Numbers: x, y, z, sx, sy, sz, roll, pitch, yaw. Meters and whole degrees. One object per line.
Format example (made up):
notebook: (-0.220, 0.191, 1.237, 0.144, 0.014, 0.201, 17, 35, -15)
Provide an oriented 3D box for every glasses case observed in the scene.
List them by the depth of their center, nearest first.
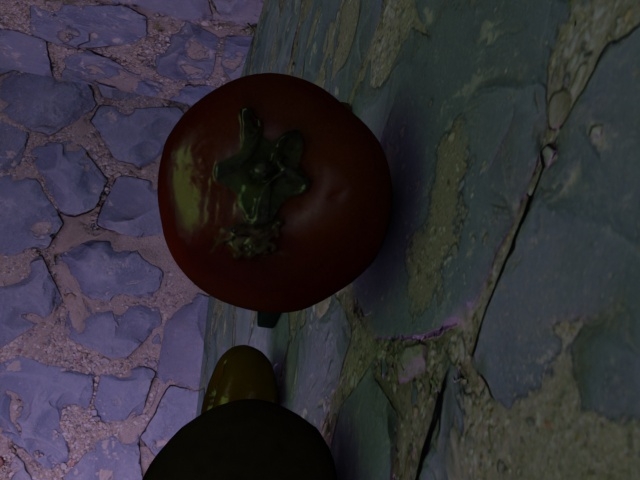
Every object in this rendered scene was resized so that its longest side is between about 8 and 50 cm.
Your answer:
glasses case: (-0.101, 0.119, 1.529, 0.184, 0.040, 0.077, 117, 157, -50)

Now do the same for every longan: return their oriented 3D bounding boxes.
longan: (-0.114, 0.385, 0.966, 0.319, 0.319, 0.318, -171, 90, -76)

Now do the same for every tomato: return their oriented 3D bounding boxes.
tomato: (-0.058, -0.055, 0.950, 0.321, 0.322, 0.321, -171, 90, -76)

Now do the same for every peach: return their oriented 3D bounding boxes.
peach: (-0.167, 0.343, 1.447, 0.251, 0.153, 0.251, -177, 90, -71)

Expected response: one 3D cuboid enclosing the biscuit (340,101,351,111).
biscuit: (0.014, -0.170, 1.237, 0.170, 0.050, 0.170, -171, 90, -75)
